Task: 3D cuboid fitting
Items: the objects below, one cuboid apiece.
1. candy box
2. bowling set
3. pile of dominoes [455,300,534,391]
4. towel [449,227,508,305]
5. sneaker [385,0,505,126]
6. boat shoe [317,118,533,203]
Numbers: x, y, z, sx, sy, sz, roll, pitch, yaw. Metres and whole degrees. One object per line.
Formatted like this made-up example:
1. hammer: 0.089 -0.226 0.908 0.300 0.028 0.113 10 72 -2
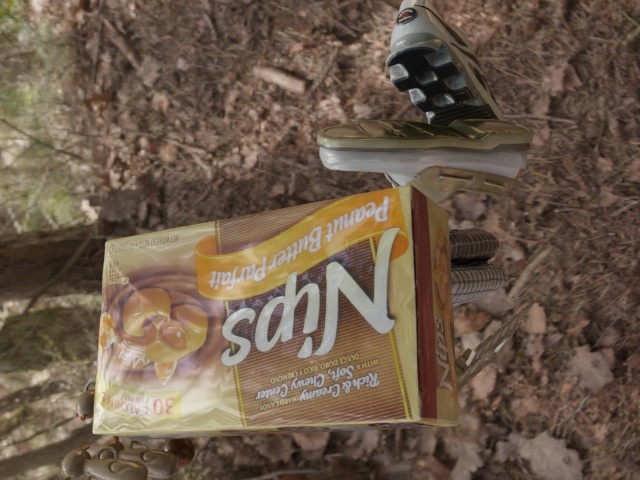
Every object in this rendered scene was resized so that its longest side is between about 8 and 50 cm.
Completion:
1. candy box: -0.046 0.073 0.733 0.317 0.087 0.182 -9 72 26
2. bowling set: -0.291 0.300 1.324 0.154 0.287 0.199 7 134 13
3. pile of dominoes: 0.300 0.203 1.594 0.040 0.251 0.196 41 132 19
4. towel: 0.103 0.061 1.245 0.284 0.235 0.121 -20 83 28
5. sneaker: 0.203 -0.238 1.281 0.123 0.330 0.146 -10 56 24
6. boat shoe: 0.139 -0.098 1.102 0.113 0.302 0.103 -130 42 -60
